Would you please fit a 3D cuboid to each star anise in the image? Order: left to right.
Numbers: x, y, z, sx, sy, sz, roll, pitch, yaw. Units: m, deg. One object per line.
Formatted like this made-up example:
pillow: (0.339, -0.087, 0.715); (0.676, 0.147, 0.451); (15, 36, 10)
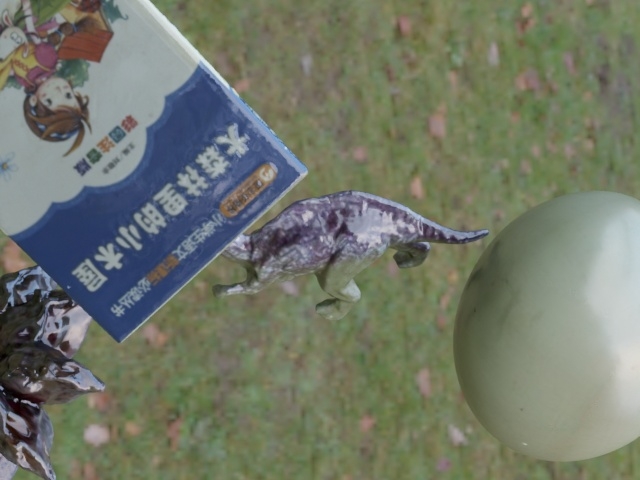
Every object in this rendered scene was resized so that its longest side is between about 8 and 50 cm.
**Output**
star anise: (-0.308, 0.127, 1.358); (0.109, 0.236, 0.223); (21, 91, -38)

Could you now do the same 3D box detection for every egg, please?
egg: (0.234, 0.080, 1.318); (0.219, 0.219, 0.269); (-44, 166, -54)

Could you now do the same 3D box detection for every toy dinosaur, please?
toy dinosaur: (-0.001, 0.007, 1.346); (0.162, 0.294, 0.077); (102, -21, -58)

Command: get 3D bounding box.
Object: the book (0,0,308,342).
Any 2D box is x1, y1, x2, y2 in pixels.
book: (-0.198, -0.098, 1.191); (0.322, 0.228, 0.018); (46, 11, -12)
